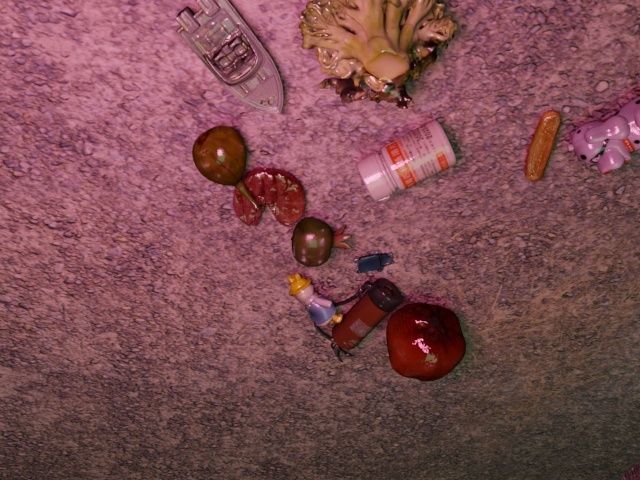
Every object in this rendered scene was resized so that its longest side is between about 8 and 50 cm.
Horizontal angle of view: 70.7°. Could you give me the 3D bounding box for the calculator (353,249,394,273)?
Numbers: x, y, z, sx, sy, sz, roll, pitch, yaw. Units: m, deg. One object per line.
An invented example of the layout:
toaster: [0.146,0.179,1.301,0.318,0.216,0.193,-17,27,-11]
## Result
calculator: [0.184,0.074,1.549,0.141,0.019,0.094,-12,127,2]

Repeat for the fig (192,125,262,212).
fig: [-0.235,-0.196,1.240,0.151,0.151,0.259,-27,135,14]

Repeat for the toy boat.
toy boat: [-0.196,-0.433,1.089,0.141,0.092,0.319,-31,124,19]

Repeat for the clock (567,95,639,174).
clock: [0.832,-0.292,1.254,0.253,0.189,0.189,-23,126,19]

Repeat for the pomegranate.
pomegranate: [0.000,0.000,1.420,0.191,0.131,0.152,-11,125,-25]

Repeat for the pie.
pie: [-0.151,-0.124,1.351,0.218,0.054,0.205,11,125,-11]

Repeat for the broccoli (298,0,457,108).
broccoli: [0.126,-0.464,1.026,0.334,0.272,0.323,36,156,-35]

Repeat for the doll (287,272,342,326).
doll: [-0.027,0.210,1.565,0.098,0.135,0.241,-41,106,-6]

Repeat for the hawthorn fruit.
hawthorn fruit: [0.382,0.377,1.644,0.294,0.295,0.312,-12,128,4]

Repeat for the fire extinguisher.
fire extinguisher: [0.119,0.278,1.661,0.200,0.113,0.376,45,118,16]

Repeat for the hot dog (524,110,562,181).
hot dog: [0.641,-0.274,1.314,0.066,0.047,0.216,5,128,9]

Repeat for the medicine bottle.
medicine bottle: [0.238,-0.219,1.260,0.252,0.145,0.145,-24,125,17]
